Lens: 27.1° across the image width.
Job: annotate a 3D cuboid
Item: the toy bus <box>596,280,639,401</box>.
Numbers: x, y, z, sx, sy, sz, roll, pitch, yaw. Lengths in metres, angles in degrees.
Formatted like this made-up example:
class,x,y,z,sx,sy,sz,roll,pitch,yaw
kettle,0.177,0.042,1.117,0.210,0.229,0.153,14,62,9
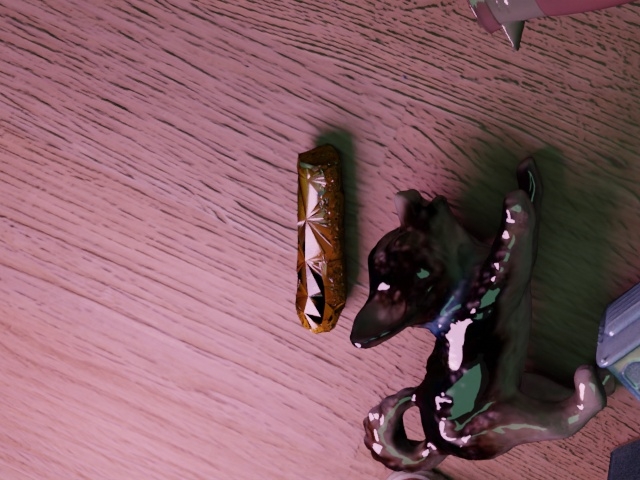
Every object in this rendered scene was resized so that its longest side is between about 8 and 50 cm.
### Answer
class,x,y,z,sx,sy,sz,roll,pitch,yaw
toy bus,0.473,0.075,1.446,0.190,0.152,0.312,45,117,-7

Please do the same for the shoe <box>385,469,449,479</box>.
class,x,y,z,sx,sy,sz,roll,pitch,yaw
shoe,0.170,0.385,1.681,0.228,0.125,0.099,35,115,0

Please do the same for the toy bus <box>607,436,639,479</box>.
class,x,y,z,sx,sy,sz,roll,pitch,yaw
toy bus,0.406,0.335,1.509,0.139,0.275,0.167,-27,102,24

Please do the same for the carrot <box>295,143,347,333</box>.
class,x,y,z,sx,sy,sz,roll,pitch,yaw
carrot,0.000,0.000,1.592,0.069,0.069,0.228,5,113,13

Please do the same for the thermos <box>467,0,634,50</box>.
class,x,y,z,sx,sy,sz,roll,pitch,yaw
thermos,0.265,-0.309,1.342,0.265,0.146,0.176,-18,93,23

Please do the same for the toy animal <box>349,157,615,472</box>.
class,x,y,z,sx,sy,sz,roll,pitch,yaw
toy animal,0.150,0.103,1.525,0.303,0.194,0.344,-20,101,16
